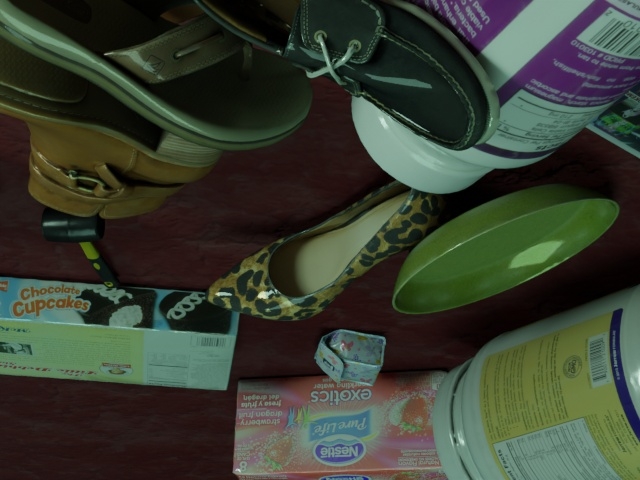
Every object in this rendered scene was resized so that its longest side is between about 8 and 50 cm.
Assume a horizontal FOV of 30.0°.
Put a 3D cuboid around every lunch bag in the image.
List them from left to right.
[{"bbox_3d":[0.036,0.150,1.531,0.083,0.053,0.071,13,150,-2],"label":"lunch bag"}]

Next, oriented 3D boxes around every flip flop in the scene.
[{"bbox_3d":[-0.114,-0.150,0.842,0.277,0.112,0.080,26,130,-29],"label":"flip flop"}]

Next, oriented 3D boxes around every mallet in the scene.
[{"bbox_3d":[-0.259,0.012,1.303,0.062,0.039,0.189,3,157,-2],"label":"mallet"}]

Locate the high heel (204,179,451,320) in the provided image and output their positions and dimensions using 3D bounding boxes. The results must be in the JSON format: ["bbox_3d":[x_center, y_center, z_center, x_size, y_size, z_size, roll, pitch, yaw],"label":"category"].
[{"bbox_3d":[0.000,0.000,1.192,0.261,0.093,0.186,-13,155,0],"label":"high heel"}]

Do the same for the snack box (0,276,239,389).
[{"bbox_3d":[-0.266,0.116,1.471,0.322,0.060,0.187,5,152,-6],"label":"snack box"}]

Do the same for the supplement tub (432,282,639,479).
[{"bbox_3d":[0.319,0.198,1.404,0.241,0.241,0.331,22,146,-34],"label":"supplement tub"}]

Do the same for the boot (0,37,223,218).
[{"bbox_3d":[-0.224,-0.103,1.026,0.284,0.109,0.220,7,157,-26],"label":"boot"}]

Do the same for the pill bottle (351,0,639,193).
[{"bbox_3d":[0.141,-0.153,0.817,0.169,0.169,0.301,13,150,-21],"label":"pill bottle"}]

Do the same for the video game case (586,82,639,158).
[{"bbox_3d":[0.296,-0.137,0.997,0.201,0.023,0.183,22,146,-36],"label":"video game case"}]

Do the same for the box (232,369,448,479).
[{"bbox_3d":[0.041,0.278,1.676,0.300,0.142,0.154,-4,151,10],"label":"box"}]

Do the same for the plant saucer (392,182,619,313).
[{"bbox_3d":[0.177,0.004,1.185,0.241,0.037,0.241,-20,161,-7],"label":"plant saucer"}]

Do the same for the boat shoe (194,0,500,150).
[{"bbox_3d":[0.011,-0.126,0.779,0.233,0.079,0.084,38,140,17],"label":"boat shoe"}]

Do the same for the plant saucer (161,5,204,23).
[{"bbox_3d":[-0.141,-0.214,0.856,0.200,0.037,0.200,1,153,0],"label":"plant saucer"}]
